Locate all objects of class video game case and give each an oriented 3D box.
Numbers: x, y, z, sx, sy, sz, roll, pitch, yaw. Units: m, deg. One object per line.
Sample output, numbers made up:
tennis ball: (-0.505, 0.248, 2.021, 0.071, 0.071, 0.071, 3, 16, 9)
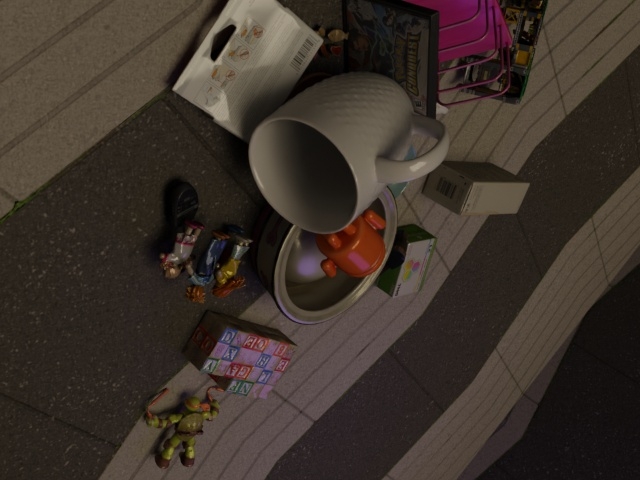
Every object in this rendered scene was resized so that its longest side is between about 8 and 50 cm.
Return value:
video game case: (0.154, -0.404, 1.707, 0.035, 0.248, 0.275, -34, 138, -32)

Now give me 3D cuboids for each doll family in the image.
doll family: (-0.238, 0.057, 1.700, 0.263, 0.118, 0.163, 7, 112, -62)

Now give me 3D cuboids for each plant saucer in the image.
plant saucer: (-0.027, -0.295, 1.768, 0.200, 0.037, 0.200, -27, 135, -31)
plant saucer: (0.176, -0.188, 2.060, 0.195, 0.037, 0.195, -27, 133, -33)

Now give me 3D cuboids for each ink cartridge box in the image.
ink cartridge box: (0.202, 0.070, 2.226, 0.255, 0.097, 0.189, -11, 125, -43)
ink cartridge box: (-0.154, -0.364, 1.567, 0.239, 0.060, 0.275, 31, 93, -41)

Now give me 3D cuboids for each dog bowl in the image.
dog bowl: (0.000, 0.000, 1.920, 0.408, 0.150, 0.408, -26, 133, -31)

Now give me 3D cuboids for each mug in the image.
mug: (0.090, -0.206, 1.622, 0.328, 0.374, 0.276, -45, 135, -39)

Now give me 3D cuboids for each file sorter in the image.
file sorter: (0.323, -0.477, 1.817, 0.290, 0.202, 0.182, 45, 43, -52)

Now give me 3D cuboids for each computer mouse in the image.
computer mouse: (-0.308, -0.027, 1.672, 0.071, 0.041, 0.242, -32, 143, -44)

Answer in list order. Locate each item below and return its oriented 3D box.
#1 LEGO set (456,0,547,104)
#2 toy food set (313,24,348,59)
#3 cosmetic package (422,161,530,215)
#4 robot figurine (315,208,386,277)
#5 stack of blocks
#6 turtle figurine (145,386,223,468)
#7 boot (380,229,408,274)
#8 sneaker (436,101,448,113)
LEGO set: (0.481, -0.526, 2.073, 0.255, 0.192, 0.331, -57, 158, -51)
toy food set: (0.005, -0.439, 1.709, 0.122, 0.019, 0.078, -2, 118, -44)
cosmetic package: (0.468, -0.157, 2.294, 0.309, 0.160, 0.113, -2, 119, -45)
robot figurine: (0.070, 0.008, 1.780, 0.219, 0.128, 0.158, 41, 57, -51)
stack of blocks: (-0.210, 0.297, 1.962, 0.297, 0.087, 0.171, 26, 97, -52)
turtle figurine: (-0.333, 0.479, 1.963, 0.269, 0.087, 0.217, -2, 118, -46)
boot: (0.153, 0.042, 2.125, 0.082, 0.219, 0.106, 52, 39, -24)
sneaker: (0.280, -0.354, 2.045, 0.152, 0.054, 0.061, 4, 123, -41)
